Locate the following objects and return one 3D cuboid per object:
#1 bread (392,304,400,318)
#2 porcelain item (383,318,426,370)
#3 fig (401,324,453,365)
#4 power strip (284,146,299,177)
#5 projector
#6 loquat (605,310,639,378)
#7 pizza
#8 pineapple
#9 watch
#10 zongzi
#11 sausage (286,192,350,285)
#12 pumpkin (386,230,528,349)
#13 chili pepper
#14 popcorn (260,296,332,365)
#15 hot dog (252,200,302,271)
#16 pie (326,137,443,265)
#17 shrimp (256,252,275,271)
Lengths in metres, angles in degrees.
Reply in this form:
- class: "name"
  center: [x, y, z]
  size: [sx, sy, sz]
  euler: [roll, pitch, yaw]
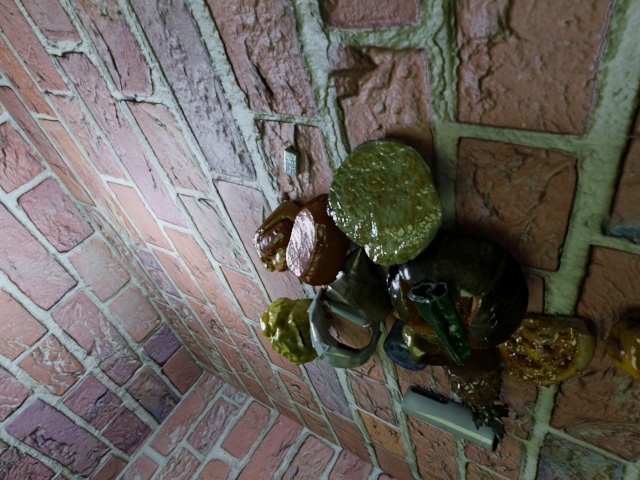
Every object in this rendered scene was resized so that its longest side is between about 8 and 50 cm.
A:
- class: "bread"
  center: [0.259, 0.202, 1.277]
  size: [0.083, 0.044, 0.110]
  euler: [34, 144, 6]
- class: "porcelain item"
  center: [0.276, 0.323, 1.343]
  size: [0.147, 0.114, 0.147]
  euler: [25, 146, 19]
- class: "fig"
  center: [0.307, 0.262, 1.209]
  size: [0.144, 0.165, 0.154]
  euler: [19, 179, -31]
- class: "power strip"
  center: [-0.076, -0.205, 1.140]
  size: [0.040, 0.016, 0.090]
  euler: [27, 146, 18]
- class: "projector"
  center: [0.459, 0.625, 1.536]
  size: [0.338, 0.108, 0.108]
  euler: [12, 139, 35]
- class: "loquat"
  center: [0.640, 0.207, 0.852]
  size: [0.137, 0.113, 0.137]
  euler: [38, 141, 39]
- class: "pizza"
  center: [0.520, 0.268, 1.068]
  size: [0.226, 0.086, 0.335]
  euler: [31, 148, 10]
- class: "pineapple"
  center: [0.468, 0.458, 1.285]
  size: [0.166, 0.165, 0.364]
  euler: [10, 139, 37]
- class: "watch"
  center: [0.070, 0.275, 1.370]
  size: [0.253, 0.241, 0.161]
  euler: [25, 146, 21]
- class: "zongzi"
  center: [0.145, 0.121, 1.230]
  size: [0.221, 0.112, 0.242]
  euler: [42, 146, -1]
- class: "sausage"
  center: [0.001, 0.000, 1.148]
  size: [0.153, 0.141, 0.267]
  euler: [40, 130, 34]
- class: "pumpkin"
  center: [0.307, 0.117, 0.991]
  size: [0.321, 0.192, 0.320]
  euler: [24, 142, 21]
- class: "chili pepper"
  center: [0.258, 0.182, 0.897]
  size: [0.088, 0.059, 0.226]
  euler: [2, 130, 47]
- class: "popcorn"
  center: [-0.085, 0.329, 1.594]
  size: [0.215, 0.252, 0.286]
  euler: [-19, 122, 38]
- class: "hot dog"
  center: [-0.119, 0.005, 1.309]
  size: [0.150, 0.153, 0.256]
  euler: [37, 147, 4]
- class: "pie"
  center: [0.134, -0.085, 0.919]
  size: [0.274, 0.106, 0.257]
  euler: [49, 128, 27]
- class: "shrimp"
  center: [-0.192, 0.060, 1.564]
  size: [0.095, 0.045, 0.162]
  euler: [54, 156, 16]
